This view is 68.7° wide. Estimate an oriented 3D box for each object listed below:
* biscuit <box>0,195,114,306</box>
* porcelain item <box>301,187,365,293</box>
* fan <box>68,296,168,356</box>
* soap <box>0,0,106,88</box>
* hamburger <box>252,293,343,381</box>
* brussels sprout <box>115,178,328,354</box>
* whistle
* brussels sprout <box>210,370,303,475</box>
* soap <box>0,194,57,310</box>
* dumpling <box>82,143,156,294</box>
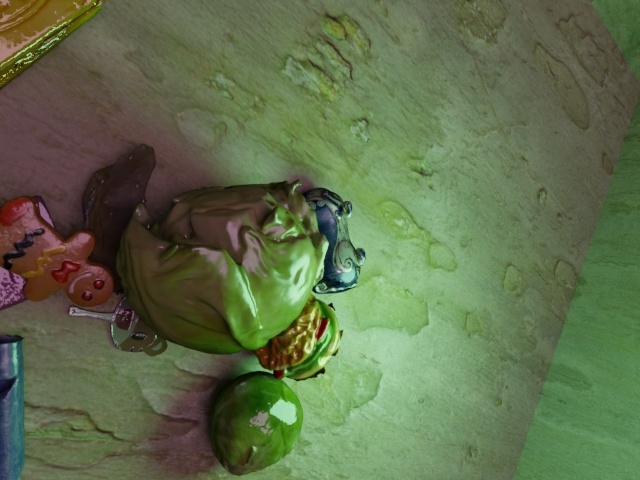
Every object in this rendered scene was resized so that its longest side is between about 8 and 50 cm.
[{"bbox_3d":[-0.492,0.038,0.861,0.165,0.036,0.250,-47,120,-6],"label":"biscuit"},{"bbox_3d":[0.000,0.000,1.227,0.187,0.138,0.287,-8,81,-23],"label":"porcelain item"},{"bbox_3d":[-0.438,0.176,1.043,0.227,0.008,0.152,17,86,-35],"label":"fan"},{"bbox_3d":[-0.574,-0.425,0.839,0.324,0.096,0.204,-50,119,-20],"label":"soap"},{"bbox_3d":[-0.075,0.229,1.160,0.149,0.237,0.236,36,74,-40],"label":"hamburger"},{"bbox_3d":[-0.193,0.071,1.000,0.426,0.343,0.360,-16,117,-31],"label":"brussels sprout"},{"bbox_3d":[-0.609,0.339,0.911,0.062,0.062,0.303,0,95,-34],"label":"whistle"},{"bbox_3d":[-0.161,0.444,1.146,0.244,0.244,0.243,-4,97,-34],"label":"brussels sprout"},{"bbox_3d":[-0.616,0.041,0.864,0.260,0.081,0.180,-25,108,-30],"label":"soap"},{"bbox_3d":[-0.444,-0.053,0.971,0.166,0.086,0.331,15,85,-66],"label":"dumpling"}]
